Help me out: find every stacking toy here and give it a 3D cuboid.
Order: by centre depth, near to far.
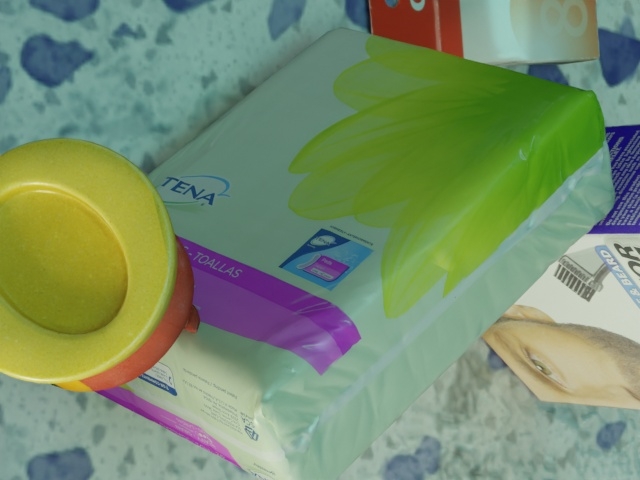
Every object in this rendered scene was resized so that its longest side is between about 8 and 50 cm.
[{"bbox_3d":[-0.237,0.022,1.024,0.309,0.130,0.279,40,91,15],"label":"stacking toy"}]

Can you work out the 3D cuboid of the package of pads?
[{"bbox_3d":[0.000,0.000,1.162,0.296,0.229,0.101,-41,130,-26],"label":"package of pads"}]

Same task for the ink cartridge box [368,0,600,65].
[{"bbox_3d":[0.114,-0.194,1.353,0.179,0.045,0.145,-5,92,-37],"label":"ink cartridge box"}]

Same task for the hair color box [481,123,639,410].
[{"bbox_3d":[0.226,0.021,1.246,0.185,0.339,0.110,47,67,-25],"label":"hair color box"}]
